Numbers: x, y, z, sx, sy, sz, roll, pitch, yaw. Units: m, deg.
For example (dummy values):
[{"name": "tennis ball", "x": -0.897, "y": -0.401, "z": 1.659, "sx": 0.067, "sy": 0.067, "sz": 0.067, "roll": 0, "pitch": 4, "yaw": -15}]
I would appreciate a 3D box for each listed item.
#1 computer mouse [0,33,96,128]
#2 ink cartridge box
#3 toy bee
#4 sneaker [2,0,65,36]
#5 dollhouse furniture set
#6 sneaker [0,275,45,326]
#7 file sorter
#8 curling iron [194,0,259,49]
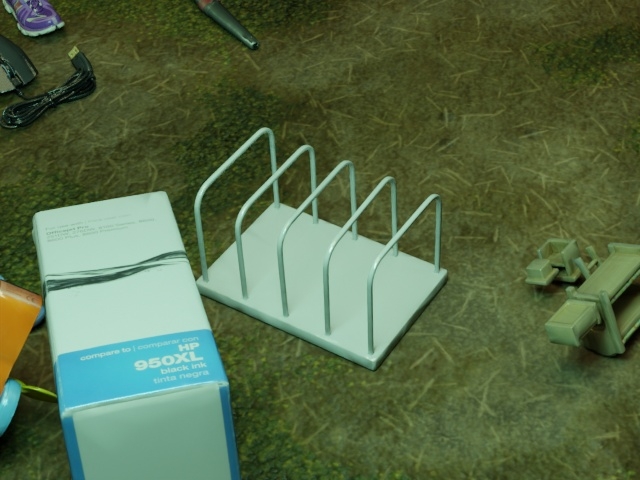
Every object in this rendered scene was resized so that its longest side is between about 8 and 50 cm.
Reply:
[{"name": "computer mouse", "x": -0.473, "y": -0.288, "z": 2.257, "sx": 0.184, "sy": 0.060, "sz": 0.262, "roll": -27, "pitch": 48, "yaw": -23}, {"name": "ink cartridge box", "x": -0.197, "y": 0.166, "z": 1.538, "sx": 0.166, "sy": 0.285, "sz": 0.395, "roll": -11, "pitch": 32, "yaw": -10}, {"name": "toy bee", "x": -0.425, "y": 0.176, "z": 1.669, "sx": 0.298, "sy": 0.195, "sz": 0.162, "roll": -46, "pitch": 20, "yaw": -7}, {"name": "sneaker", "x": -0.485, "y": -0.394, "z": 2.365, "sx": 0.068, "sy": 0.071, "sz": 0.170, "roll": -28, "pitch": 49, "yaw": -26}, {"name": "dollhouse furniture set", "x": 0.317, "y": 0.091, "z": 1.819, "sx": 0.161, "sy": 0.101, "sz": 0.182, "roll": 6, "pitch": 37, "yaw": 46}, {"name": "sneaker", "x": -0.425, "y": 0.075, "z": 1.862, "sx": 0.144, "sy": 0.059, "sz": 0.053, "roll": 16, "pitch": 43, "yaw": 17}, {"name": "file sorter", "x": 0.000, "y": 0.000, "z": 1.845, "sx": 0.277, "sy": 0.173, "sz": 0.193, "roll": 23, "pitch": 48, "yaw": 24}, {"name": "curling iron", "x": -0.173, "y": -0.397, "z": 2.383, "sx": 0.068, "sy": 0.035, "sz": 0.274, "roll": -21, "pitch": 46, "yaw": -20}]
